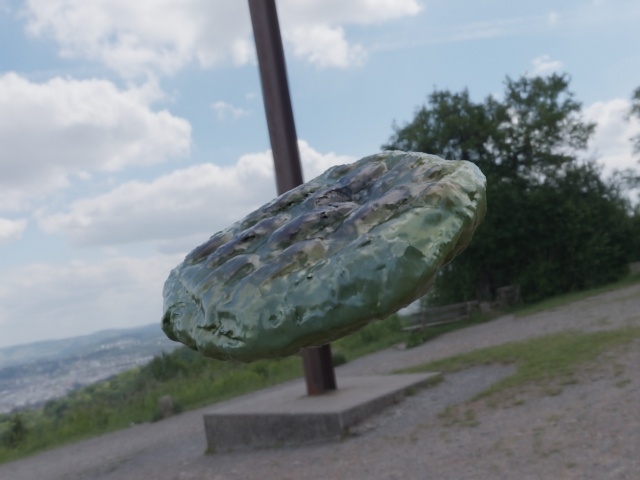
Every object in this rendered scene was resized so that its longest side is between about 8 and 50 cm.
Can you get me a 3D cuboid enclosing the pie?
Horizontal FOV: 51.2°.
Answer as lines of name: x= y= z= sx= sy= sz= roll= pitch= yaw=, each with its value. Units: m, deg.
pie: x=0.000 y=0.000 z=0.576 sx=0.306 sy=0.071 sz=0.306 roll=-22 pitch=24 yaw=10
